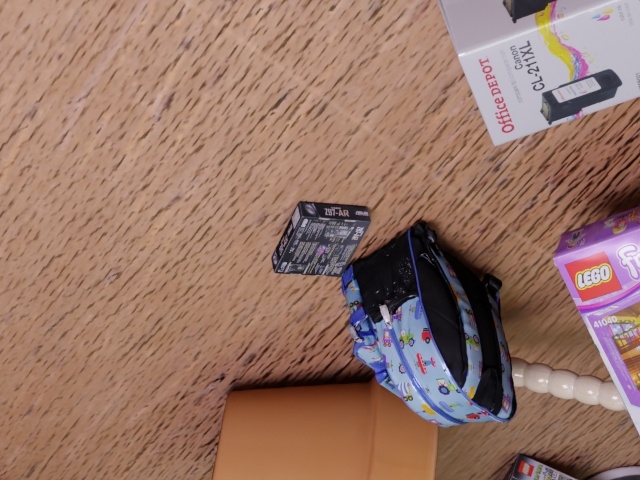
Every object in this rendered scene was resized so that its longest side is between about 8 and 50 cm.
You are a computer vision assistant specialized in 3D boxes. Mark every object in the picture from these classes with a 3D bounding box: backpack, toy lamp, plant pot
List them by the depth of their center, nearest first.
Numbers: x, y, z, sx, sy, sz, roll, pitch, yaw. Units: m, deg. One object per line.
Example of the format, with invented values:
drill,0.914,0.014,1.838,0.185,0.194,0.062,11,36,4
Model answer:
backpack,0.104,0.097,1.609,0.117,0.173,0.158,-30,141,22
toy lamp,0.249,0.139,1.677,0.274,0.080,0.080,11,151,24
plant pot,-0.009,0.261,1.734,0.203,0.291,0.291,11,141,-2

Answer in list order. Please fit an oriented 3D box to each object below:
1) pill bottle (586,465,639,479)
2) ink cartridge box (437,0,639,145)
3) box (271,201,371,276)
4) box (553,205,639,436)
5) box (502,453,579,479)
pill bottle,0.368,0.376,2.027,0.119,0.208,0.119,-8,143,-6
ink cartridge box,0.194,-0.160,1.378,0.175,0.072,0.127,-20,144,9
box,0.000,0.000,1.579,0.067,0.018,0.083,3,141,-20
box,0.373,0.043,1.499,0.293,0.057,0.201,-20,107,25
box,0.242,0.336,2.040,0.114,0.036,0.207,25,138,1
